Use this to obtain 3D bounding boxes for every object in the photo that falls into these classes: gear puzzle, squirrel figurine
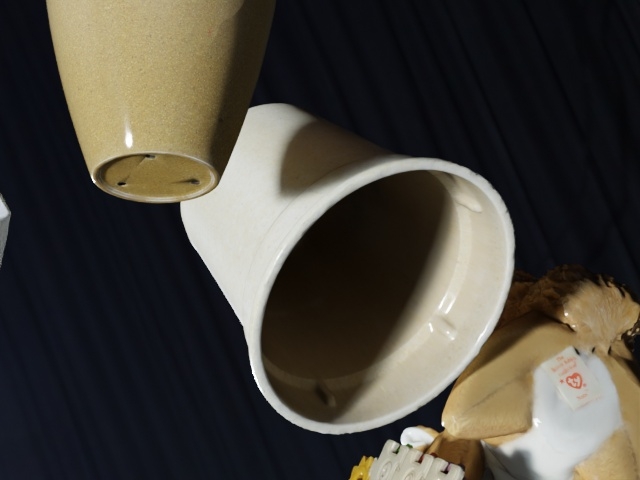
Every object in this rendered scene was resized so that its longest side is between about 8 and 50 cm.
[{"bbox_3d":[0.087,0.330,1.699,0.044,0.175,0.339,27,-8,-15],"label":"gear puzzle"},{"bbox_3d":[0.262,0.227,1.863,0.281,0.397,0.370,23,-32,-5],"label":"squirrel figurine"}]

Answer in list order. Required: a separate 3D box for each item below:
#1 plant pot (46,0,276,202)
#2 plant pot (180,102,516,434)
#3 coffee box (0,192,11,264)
[{"bbox_3d":[-0.153,-0.174,1.335,0.237,0.254,0.237,0,-22,0],"label":"plant pot"},{"bbox_3d":[0.000,0.000,1.632,0.334,0.305,0.334,-16,-56,-25],"label":"plant pot"},{"bbox_3d":[-0.636,-0.026,1.832,0.337,0.334,0.338,-20,-23,-28],"label":"coffee box"}]
